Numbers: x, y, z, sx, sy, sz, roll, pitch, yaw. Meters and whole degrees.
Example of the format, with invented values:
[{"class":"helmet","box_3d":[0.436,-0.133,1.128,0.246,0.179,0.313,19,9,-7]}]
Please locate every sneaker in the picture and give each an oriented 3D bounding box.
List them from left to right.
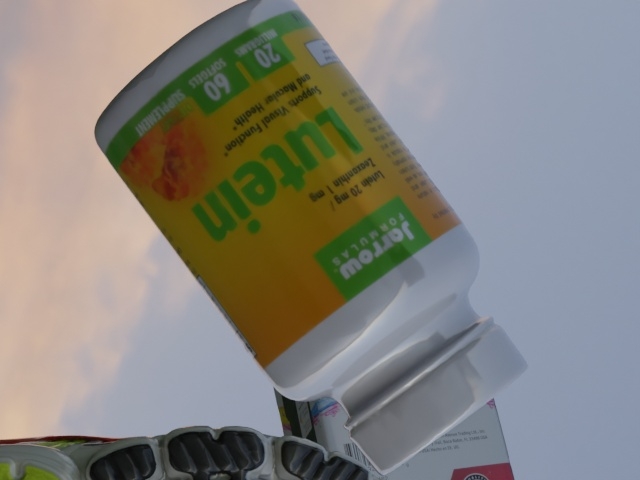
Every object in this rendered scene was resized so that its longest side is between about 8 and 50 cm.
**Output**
[{"class":"sneaker","box_3d":[-0.087,0.118,0.748,0.118,0.279,0.107,-96,-168,-88]}]

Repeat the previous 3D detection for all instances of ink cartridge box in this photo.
[{"class":"ink cartridge box","box_3d":[0.044,0.114,1.179,0.072,0.127,0.175,132,-50,-59]}]

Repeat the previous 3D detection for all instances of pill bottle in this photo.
[{"class":"pill bottle","box_3d":[0.000,0.000,0.981,0.136,0.246,0.136,-36,175,-4]}]
